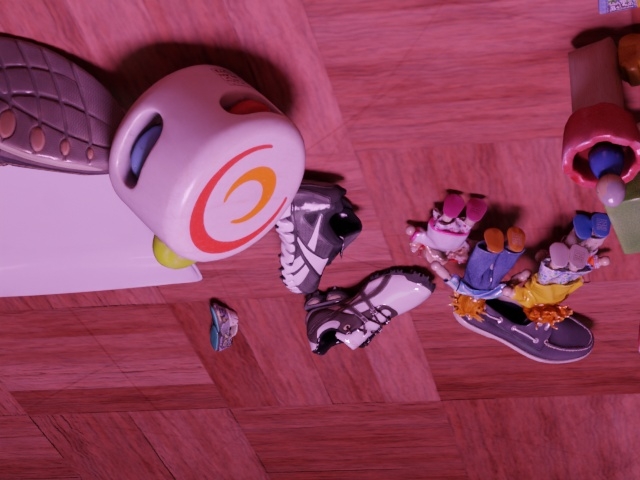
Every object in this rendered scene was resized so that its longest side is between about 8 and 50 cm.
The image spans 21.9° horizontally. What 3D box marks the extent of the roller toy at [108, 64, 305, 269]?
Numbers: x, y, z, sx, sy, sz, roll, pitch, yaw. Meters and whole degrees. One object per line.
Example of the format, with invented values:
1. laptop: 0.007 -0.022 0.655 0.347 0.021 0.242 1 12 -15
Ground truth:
1. roller toy: -0.125 -0.089 1.809 0.209 0.146 0.191 -37 148 -17

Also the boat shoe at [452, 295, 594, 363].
1. boat shoe: 0.280 0.108 2.202 0.206 0.075 0.065 19 149 -14

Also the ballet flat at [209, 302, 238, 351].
1. ballet flat: -0.134 0.115 2.310 0.041 0.041 0.114 5 149 -1

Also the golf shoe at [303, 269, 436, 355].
1. golf shoe: 0.067 0.101 2.201 0.198 0.094 0.077 -20 140 32

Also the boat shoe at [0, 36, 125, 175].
1. boat shoe: -0.385 -0.154 1.831 0.355 0.132 0.130 20 157 -10

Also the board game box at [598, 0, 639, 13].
1. board game box: 0.326 -0.306 1.528 0.194 0.060 0.194 -9 147 22

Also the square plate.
1. square plate: -0.357 -0.038 2.068 0.344 0.049 0.347 -5 148 14

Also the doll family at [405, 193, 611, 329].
1. doll family: 0.233 0.043 2.057 0.263 0.118 0.163 9 149 -7

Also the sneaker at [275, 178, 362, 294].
1. sneaker: 0.000 0.000 2.055 0.106 0.078 0.234 3 147 7

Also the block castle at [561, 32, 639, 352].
1. block castle: 0.452 -0.034 1.786 0.303 0.213 0.453 -11 143 18
